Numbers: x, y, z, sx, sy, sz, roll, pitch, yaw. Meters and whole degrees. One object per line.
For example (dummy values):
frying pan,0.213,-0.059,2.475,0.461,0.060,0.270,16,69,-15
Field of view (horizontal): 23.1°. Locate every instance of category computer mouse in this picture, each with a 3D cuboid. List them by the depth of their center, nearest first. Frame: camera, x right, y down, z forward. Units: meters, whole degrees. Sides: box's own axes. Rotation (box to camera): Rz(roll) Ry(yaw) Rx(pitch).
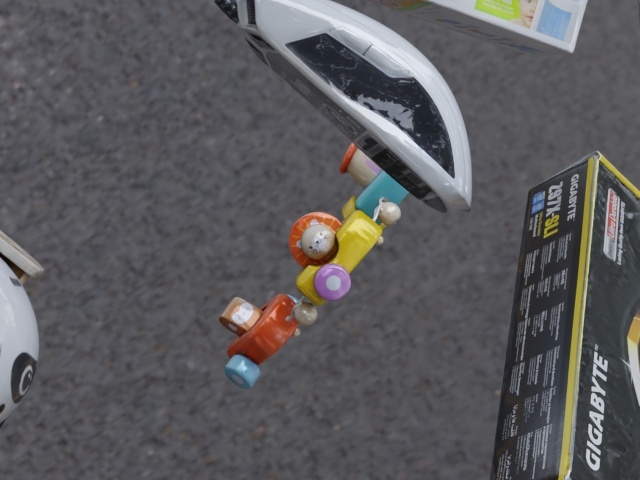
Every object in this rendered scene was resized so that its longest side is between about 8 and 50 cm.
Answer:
computer mouse,-0.003,-0.085,0.634,0.193,0.106,0.042,41,85,-4

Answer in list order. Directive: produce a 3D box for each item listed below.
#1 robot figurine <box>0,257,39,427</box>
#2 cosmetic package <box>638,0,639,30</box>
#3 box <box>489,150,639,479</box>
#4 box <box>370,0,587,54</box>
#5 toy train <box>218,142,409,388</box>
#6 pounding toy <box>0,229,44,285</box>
robot figurine,-0.320,0.109,1.126,0.174,0.278,0.209,33,34,-23
cosmetic package,0.314,-0.186,0.977,0.117,0.231,0.085,73,20,-48
box,0.249,0.129,1.171,0.257,0.079,0.322,41,41,-25
box,0.149,-0.261,1.505,0.203,0.103,0.114,15,90,-24
toy train,0.000,0.000,0.862,0.046,0.125,0.166,40,66,-5
pounding toy,-0.443,0.037,1.870,0.154,0.155,0.269,38,-3,36
